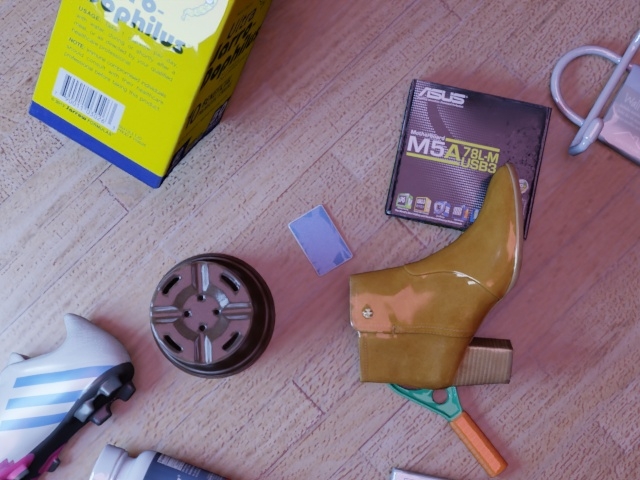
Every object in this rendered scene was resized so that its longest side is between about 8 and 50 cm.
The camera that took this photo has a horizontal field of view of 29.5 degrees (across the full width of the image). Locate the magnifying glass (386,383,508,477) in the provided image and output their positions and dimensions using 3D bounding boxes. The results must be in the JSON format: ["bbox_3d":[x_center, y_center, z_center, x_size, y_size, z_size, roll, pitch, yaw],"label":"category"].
[{"bbox_3d":[0.162,0.210,1.589,0.092,0.026,0.231,-38,85,-3],"label":"magnifying glass"}]

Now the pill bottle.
[{"bbox_3d":[-0.201,0.327,1.535,0.180,0.108,0.108,20,86,2],"label":"pill bottle"}]

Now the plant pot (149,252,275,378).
[{"bbox_3d":[-0.143,0.091,1.526,0.167,0.165,0.167,0,85,0],"label":"plant pot"}]

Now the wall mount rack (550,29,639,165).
[{"bbox_3d":[0.490,-0.190,1.568,0.350,0.130,0.304,31,86,1],"label":"wall mount rack"}]

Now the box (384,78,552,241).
[{"bbox_3d":[0.194,-0.104,1.602,0.190,0.045,0.184,13,88,0],"label":"box"}]

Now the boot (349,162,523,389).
[{"bbox_3d":[0.142,0.044,1.531,0.211,0.104,0.295,4,95,2],"label":"boot"}]

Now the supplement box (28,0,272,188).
[{"bbox_3d":[-0.181,-0.277,1.449,0.195,0.194,0.357,31,129,3],"label":"supplement box"}]

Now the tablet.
[{"bbox_3d":[0.000,0.000,1.612,0.054,0.006,0.083,-31,87,-3],"label":"tablet"}]

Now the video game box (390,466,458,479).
[{"bbox_3d":[0.165,0.409,1.559,0.187,0.048,0.205,12,86,3],"label":"video game box"}]

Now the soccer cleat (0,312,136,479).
[{"bbox_3d":[-0.386,0.233,1.552,0.331,0.116,0.143,-42,71,-5],"label":"soccer cleat"}]
